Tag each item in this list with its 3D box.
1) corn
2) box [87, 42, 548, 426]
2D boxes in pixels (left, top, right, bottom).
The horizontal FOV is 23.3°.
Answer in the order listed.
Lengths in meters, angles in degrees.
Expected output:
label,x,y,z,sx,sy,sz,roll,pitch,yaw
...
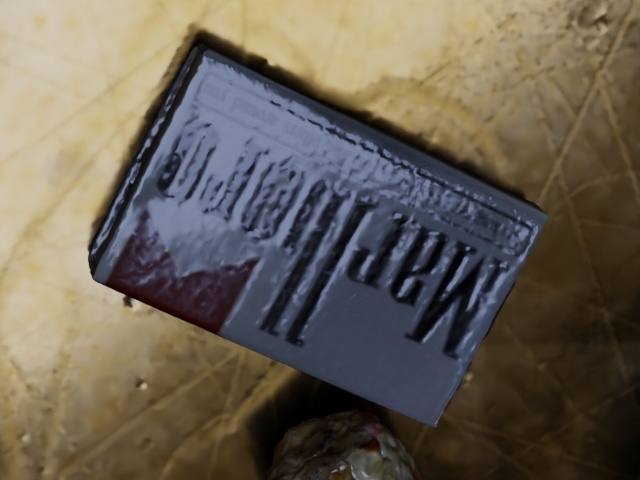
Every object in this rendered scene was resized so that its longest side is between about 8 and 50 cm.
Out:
label,x,y,z,sx,sy,sz,roll,pitch,yaw
corn,0.041,0.188,0.745,0.079,0.079,0.237,-25,114,-1
box,0.000,0.000,0.694,0.177,0.036,0.115,25,102,-17
